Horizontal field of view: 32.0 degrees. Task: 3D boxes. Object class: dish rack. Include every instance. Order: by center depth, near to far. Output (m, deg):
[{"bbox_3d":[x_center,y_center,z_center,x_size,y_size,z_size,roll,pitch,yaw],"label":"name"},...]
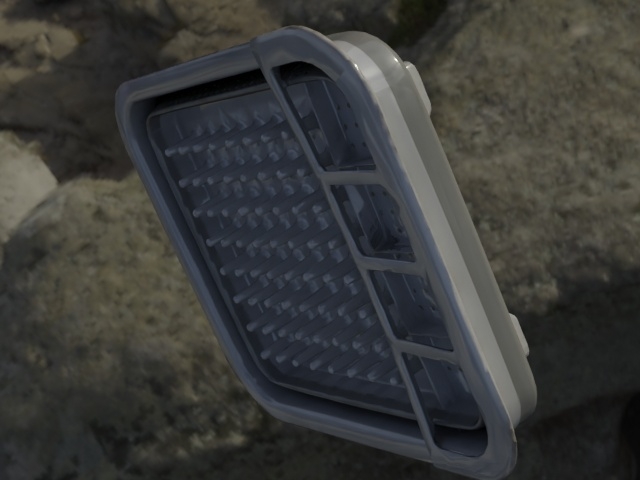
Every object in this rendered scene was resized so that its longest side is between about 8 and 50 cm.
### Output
[{"bbox_3d":[0.000,0.000,0.732,0.072,0.285,0.333,-33,17,-28],"label":"dish rack"}]
